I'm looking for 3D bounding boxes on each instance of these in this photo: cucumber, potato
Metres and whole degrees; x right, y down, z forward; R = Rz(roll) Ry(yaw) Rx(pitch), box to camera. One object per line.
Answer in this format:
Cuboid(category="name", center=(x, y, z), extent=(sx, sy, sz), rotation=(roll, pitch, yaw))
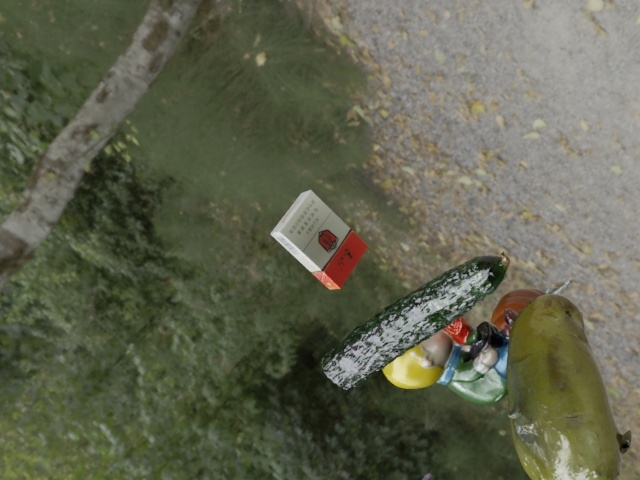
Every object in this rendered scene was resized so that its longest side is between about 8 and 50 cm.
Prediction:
Cuboid(category="cucumber", center=(0.118, 0.095, 0.883), extent=(0.067, 0.067, 0.293), rotation=(47, 120, -5))
Cuboid(category="potato", center=(0.203, 0.134, 0.619), extent=(0.085, 0.188, 0.105), rotation=(15, 146, -17))

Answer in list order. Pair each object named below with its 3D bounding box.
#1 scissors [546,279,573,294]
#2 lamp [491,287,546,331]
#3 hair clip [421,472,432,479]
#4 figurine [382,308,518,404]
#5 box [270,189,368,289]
Cuboid(category="scissors", center=(0.392, 0.141, 1.348), extent=(0.021, 0.212, 0.110), rotation=(48, -159, 16))
Cuboid(category="lamp", center=(0.510, 0.221, 1.712), extent=(0.223, 0.223, 0.196), rotation=(47, 130, -3))
Cuboid(category="hair clip", center=(0.135, 0.560, 1.332), extent=(0.090, 0.278, 0.137), rotation=(7, 140, 29))
Cuboid(category="figurine", center=(0.196, 0.165, 1.123), extent=(0.234, 0.127, 0.185), rotation=(24, 130, 1))
Cuboid(category="box", center=(0.000, 0.000, 1.250), extent=(0.152, 0.100, 0.048), rotation=(43, 159, -16))
